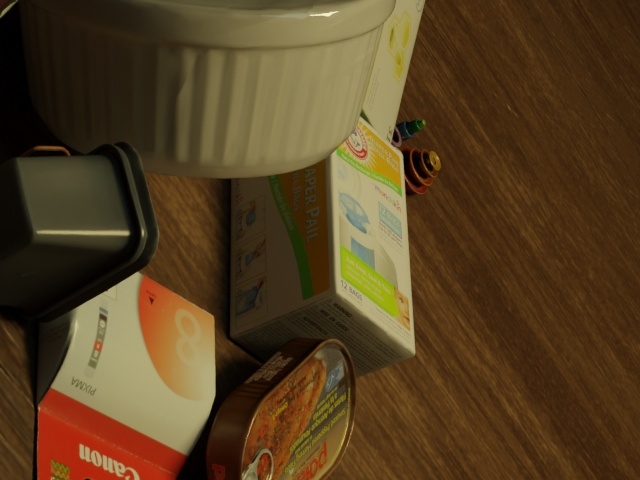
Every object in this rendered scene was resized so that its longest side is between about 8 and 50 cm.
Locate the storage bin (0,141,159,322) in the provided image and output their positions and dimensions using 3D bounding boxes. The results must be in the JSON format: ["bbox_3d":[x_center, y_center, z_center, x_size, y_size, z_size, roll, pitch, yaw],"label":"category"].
[{"bbox_3d":[-0.183,-0.012,1.160,0.091,0.135,0.098,3,66,-49],"label":"storage bin"}]

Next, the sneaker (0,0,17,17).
[{"bbox_3d":[-0.225,-0.175,1.117,0.106,0.162,0.281,49,15,-31],"label":"sneaker"}]

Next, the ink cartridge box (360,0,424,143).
[{"bbox_3d":[0.052,-0.150,1.616,0.235,0.056,0.171,56,44,-58],"label":"ink cartridge box"}]

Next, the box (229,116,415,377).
[{"bbox_3d":[0.000,0.000,1.486,0.114,0.103,0.203,39,38,-42],"label":"box"}]

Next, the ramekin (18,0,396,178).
[{"bbox_3d":[-0.085,-0.138,1.297,0.273,0.272,0.127,-42,142,-61],"label":"ramekin"}]

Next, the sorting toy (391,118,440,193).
[{"bbox_3d":[0.081,-0.089,1.759,0.102,0.042,0.061,42,36,-38],"label":"sorting toy"}]

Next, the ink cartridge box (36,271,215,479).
[{"bbox_3d":[-0.128,0.104,1.250,0.145,0.045,0.179,34,39,-44],"label":"ink cartridge box"}]

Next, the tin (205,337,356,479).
[{"bbox_3d":[-0.027,0.141,1.359,0.189,0.040,0.106,-39,125,-56],"label":"tin"}]
